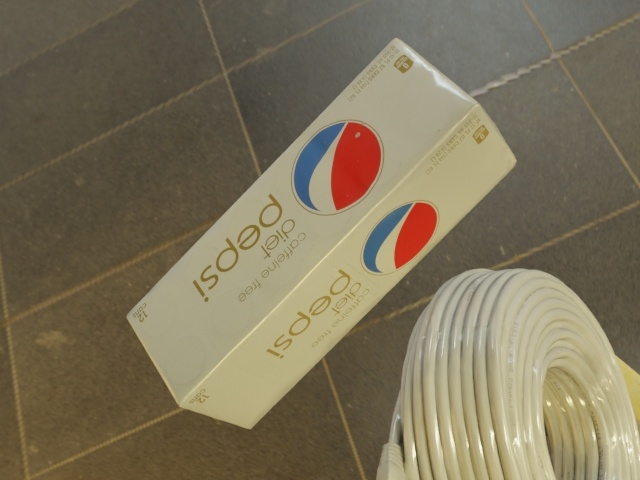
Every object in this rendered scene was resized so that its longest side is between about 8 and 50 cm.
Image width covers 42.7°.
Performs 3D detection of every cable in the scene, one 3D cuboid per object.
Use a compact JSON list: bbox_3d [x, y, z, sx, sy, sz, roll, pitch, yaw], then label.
[{"bbox_3d":[0.152,0.141,0.589,0.089,0.257,0.257,-18,47,36],"label":"cable"}]

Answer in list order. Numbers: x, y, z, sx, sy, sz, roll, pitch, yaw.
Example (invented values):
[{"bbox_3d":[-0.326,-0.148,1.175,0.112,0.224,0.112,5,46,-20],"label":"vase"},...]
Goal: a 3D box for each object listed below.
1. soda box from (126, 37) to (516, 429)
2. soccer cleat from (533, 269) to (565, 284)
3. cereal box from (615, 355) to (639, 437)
[{"bbox_3d":[0.000,0.000,0.450,0.216,0.069,0.074,-46,53,6],"label":"soda box"},{"bbox_3d":[0.328,0.205,1.245,0.108,0.116,0.319,-1,85,9],"label":"soccer cleat"},{"bbox_3d":[0.314,0.233,0.846,0.047,0.240,0.173,-37,64,-25],"label":"cereal box"}]
